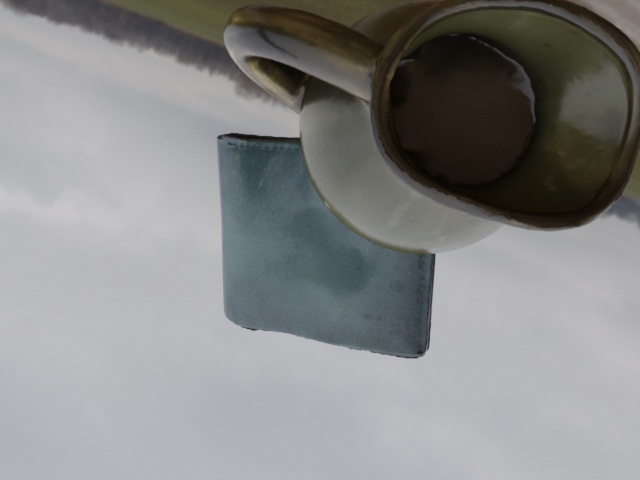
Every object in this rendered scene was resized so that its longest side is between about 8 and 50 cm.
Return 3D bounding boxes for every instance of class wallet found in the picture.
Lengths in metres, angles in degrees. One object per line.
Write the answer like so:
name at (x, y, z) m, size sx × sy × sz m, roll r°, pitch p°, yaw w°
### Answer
wallet at (-0.001, 0.000, 0.964) m, size 0.290 × 0.252 × 0.054 m, roll 7°, pitch -164°, yaw 25°

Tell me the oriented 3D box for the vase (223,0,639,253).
vase at (0.069, -0.120, 0.701) m, size 0.329 × 0.241 × 0.302 m, roll 22°, pitch 180°, yaw -9°
